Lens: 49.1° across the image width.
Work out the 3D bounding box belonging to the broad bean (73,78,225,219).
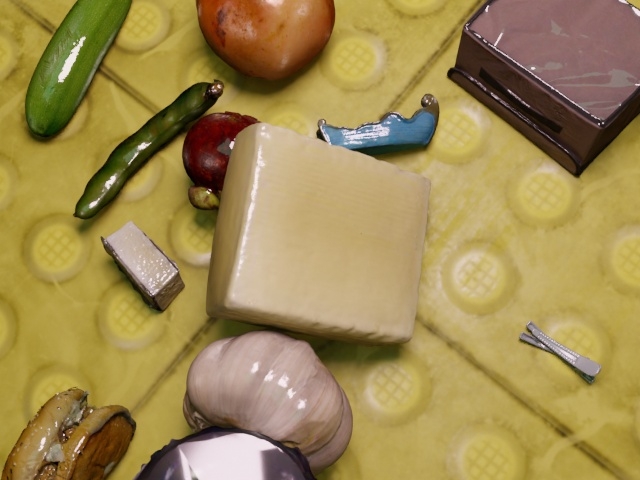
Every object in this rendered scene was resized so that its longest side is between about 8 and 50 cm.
[{"bbox_3d":[-0.249,-0.146,1.028,0.292,0.144,0.049,-38,111,12],"label":"broad bean"}]

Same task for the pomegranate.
[{"bbox_3d":[-0.080,-0.344,1.026,0.209,0.209,0.209,-1,76,4],"label":"pomegranate"}]

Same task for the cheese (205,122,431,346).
[{"bbox_3d":[0.000,0.000,0.909,0.266,0.124,0.242,15,73,-28],"label":"cheese"}]

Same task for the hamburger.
[{"bbox_3d":[-0.329,0.272,0.911,0.113,0.177,0.185,18,105,15],"label":"hamburger"}]

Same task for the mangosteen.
[{"bbox_3d":[-0.136,-0.095,0.996,0.146,0.156,0.181,31,94,-13],"label":"mangosteen"}]

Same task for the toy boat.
[{"bbox_3d":[0.086,-0.169,1.030,0.186,0.075,0.077,-7,84,0],"label":"toy boat"}]

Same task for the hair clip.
[{"bbox_3d":[0.329,0.150,0.954,0.115,0.039,0.030,31,75,13],"label":"hair clip"}]

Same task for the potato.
[{"bbox_3d":[-0.254,0.035,1.006,0.061,0.086,0.122,-40,75,-20],"label":"potato"}]

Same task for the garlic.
[{"bbox_3d":[-0.062,0.205,0.891,0.228,0.228,0.152,24,56,10],"label":"garlic"}]

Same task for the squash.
[{"bbox_3d":[-0.380,-0.296,1.094,0.082,0.082,0.292,22,79,9],"label":"squash"}]

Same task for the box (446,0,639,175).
[{"bbox_3d":[0.341,-0.253,0.994,0.188,0.153,0.252,-44,76,-8],"label":"box"}]

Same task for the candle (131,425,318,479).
[{"bbox_3d":[-0.115,0.367,0.807,0.221,0.342,0.221,5,53,-7],"label":"candle"}]
